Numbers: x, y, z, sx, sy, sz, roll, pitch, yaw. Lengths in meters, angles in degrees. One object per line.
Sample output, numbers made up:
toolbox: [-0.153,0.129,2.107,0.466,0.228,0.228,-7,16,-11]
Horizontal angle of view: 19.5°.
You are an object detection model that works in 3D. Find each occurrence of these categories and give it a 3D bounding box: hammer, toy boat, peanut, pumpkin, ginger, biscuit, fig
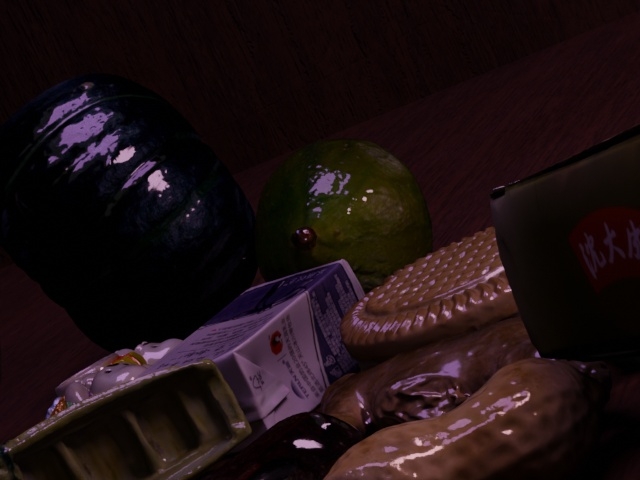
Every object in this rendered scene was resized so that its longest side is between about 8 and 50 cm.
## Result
hammer: [-0.155,0.236,1.374,0.242,0.095,0.409,-33,10,-40]
toy boat: [-0.199,0.196,1.625,0.276,0.111,0.084,-29,4,-3]
peanut: [0.095,0.146,1.207,0.229,0.098,0.103,-25,36,-17]
pumpkin: [-0.240,-0.027,2.241,0.266,0.363,0.363,-44,13,-11]
ginger: [0.095,0.114,1.425,0.333,0.080,0.166,-12,8,41]
biscuit: [0.136,0.052,1.664,0.259,0.079,0.259,-25,10,5]
fig: [0.000,0.000,1.911,0.203,0.203,0.235,-20,1,29]

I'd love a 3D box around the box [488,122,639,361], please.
box: [0.364,-0.054,1.170,0.420,0.138,0.373,-17,-2,-17]

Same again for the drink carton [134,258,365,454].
drink carton: [-0.057,0.114,1.753,0.134,0.101,0.222,-16,13,35]

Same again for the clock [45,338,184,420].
clock: [-0.186,0.160,1.821,0.144,0.103,0.231,-30,6,21]

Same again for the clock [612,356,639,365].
clock: [0.267,0.044,1.427,0.148,0.060,0.188,-24,10,1]
